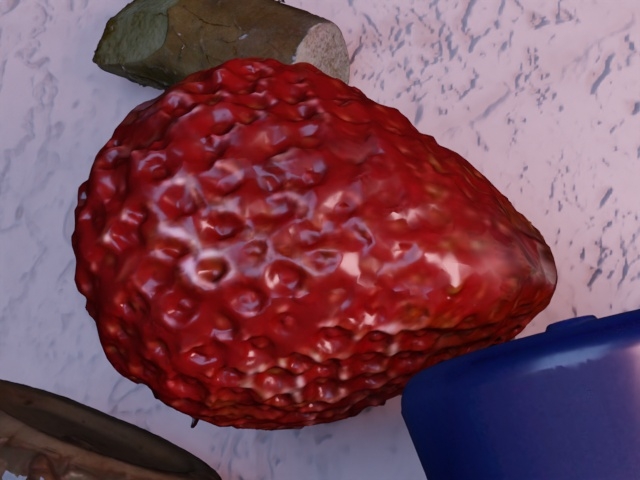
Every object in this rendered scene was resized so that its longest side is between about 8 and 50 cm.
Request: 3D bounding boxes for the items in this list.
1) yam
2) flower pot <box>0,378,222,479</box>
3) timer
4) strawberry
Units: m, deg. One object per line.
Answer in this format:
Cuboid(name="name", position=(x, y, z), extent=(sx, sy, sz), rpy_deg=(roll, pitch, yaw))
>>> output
Cuboid(name="yam", position=(-0.093, -0.166, 1.463), extent=(0.259, 0.106, 0.106), rpy_deg=(21, 85, 34))
Cuboid(name="flower pot", position=(-0.221, 0.231, 1.280), extent=(0.302, 0.302, 0.213), rpy_deg=(22, 92, 35))
Cuboid(name="timer", position=(0.219, 0.237, 1.063), extent=(0.270, 0.270, 0.383), rpy_deg=(-18, 79, 26))
Cuboid(name="strawberry", position=(-0.009, -0.007, 1.237), extent=(0.310, 0.292, 0.291), rpy_deg=(-30, 60, 21))
